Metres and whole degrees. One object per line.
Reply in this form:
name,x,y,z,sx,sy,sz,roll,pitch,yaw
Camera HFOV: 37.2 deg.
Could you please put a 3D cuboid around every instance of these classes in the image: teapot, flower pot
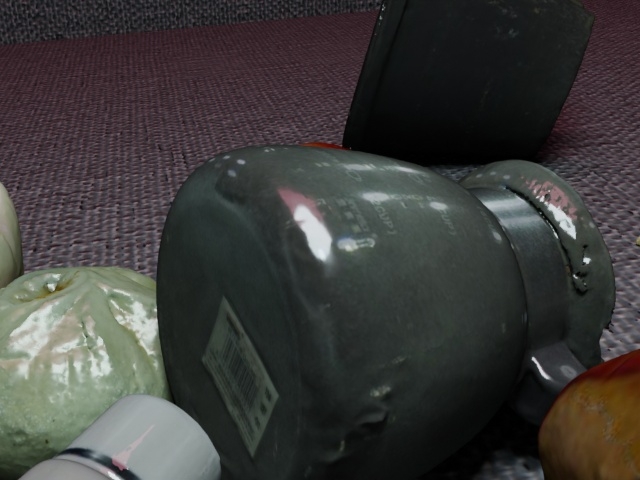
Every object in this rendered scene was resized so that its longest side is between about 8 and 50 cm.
teapot,0.082,0.050,0.590,0.285,0.224,0.305,-10,18,-34
flower pot,0.192,-0.239,1.232,0.251,0.380,0.379,19,23,1

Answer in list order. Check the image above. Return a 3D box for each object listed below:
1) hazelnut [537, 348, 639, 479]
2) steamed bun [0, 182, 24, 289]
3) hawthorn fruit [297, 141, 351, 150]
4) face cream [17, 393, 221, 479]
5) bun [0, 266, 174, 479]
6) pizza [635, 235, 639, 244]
hazelnut,0.212,0.120,0.415,0.180,0.181,0.212,-25,35,-7
steamed bun,-0.329,0.049,0.733,0.238,0.170,0.152,-24,48,-37
hawthorn fruit,0.000,0.000,0.809,0.188,0.169,0.169,-17,24,-37
face cream,-0.162,0.192,0.441,0.143,0.089,0.314,9,33,28
bun,-0.177,0.080,0.680,0.195,0.118,0.195,-2,18,1
pizza,0.367,-0.008,0.939,0.108,0.026,0.123,-7,22,-2
